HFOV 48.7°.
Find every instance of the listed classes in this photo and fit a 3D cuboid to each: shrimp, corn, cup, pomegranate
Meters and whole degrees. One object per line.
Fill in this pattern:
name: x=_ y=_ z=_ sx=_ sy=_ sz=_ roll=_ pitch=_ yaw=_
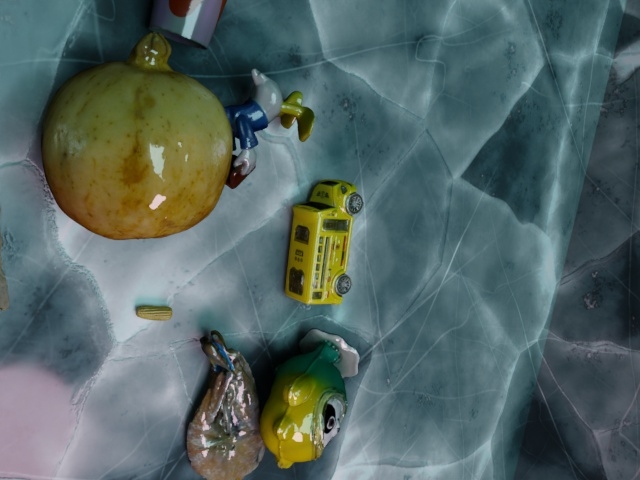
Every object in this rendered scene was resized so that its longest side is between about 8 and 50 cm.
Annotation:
shrimp: x=-0.249 y=0.433 z=1.805 sx=0.221 sy=0.110 sz=0.445 roll=-17 pitch=113 yaw=-27
corn: x=-0.391 y=0.171 z=1.666 sx=0.092 sy=0.037 sz=0.037 roll=12 pitch=91 yaw=-38
cup: x=-0.265 y=-0.576 z=1.533 sx=0.203 sy=0.203 sz=0.288 roll=14 pitch=97 yaw=-41
pomegranate: x=-0.357 y=-0.205 z=1.401 sx=0.410 sy=0.410 sz=0.409 roll=-9 pitch=105 yaw=-38

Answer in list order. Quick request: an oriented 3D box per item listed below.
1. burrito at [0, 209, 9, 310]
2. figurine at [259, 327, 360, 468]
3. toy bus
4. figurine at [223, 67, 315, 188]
burrito: x=-0.666 y=0.005 z=1.348 sx=0.143 sy=0.105 sz=0.299 roll=-30 pitch=122 yaw=-71
figurine: x=-0.040 y=0.418 z=1.848 sx=0.340 sy=0.232 sz=0.323 roll=-58 pitch=158 yaw=-45
toy bus: x=0.000 y=0.000 z=1.887 sx=0.152 sy=0.144 sz=0.330 roll=0 pitch=100 yaw=-39
figurine: x=-0.214 y=-0.274 z=1.673 sx=0.339 sy=0.204 sz=0.283 roll=18 pitch=95 yaw=-28
